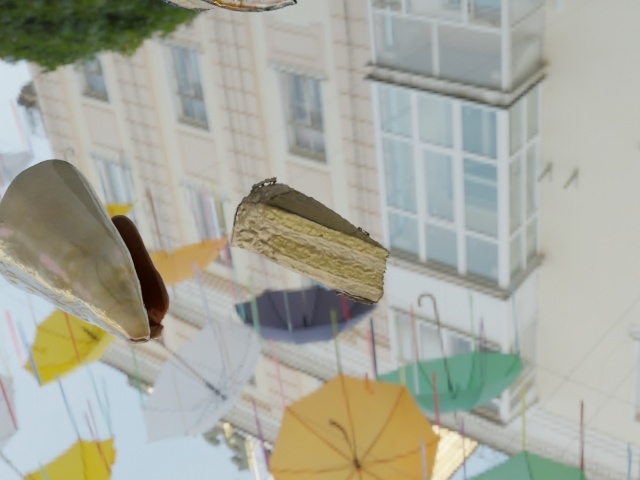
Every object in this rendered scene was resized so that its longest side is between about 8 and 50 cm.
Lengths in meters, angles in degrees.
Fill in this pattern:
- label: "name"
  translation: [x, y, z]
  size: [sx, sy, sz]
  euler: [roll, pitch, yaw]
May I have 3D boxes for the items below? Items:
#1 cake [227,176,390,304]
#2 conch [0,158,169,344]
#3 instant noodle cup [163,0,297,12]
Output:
- label: "cake"
  translation: [0.000, 0.000, 0.765]
  size: [0.121, 0.052, 0.065]
  euler: [23, -160, 12]
- label: "conch"
  translation: [-0.159, 0.007, 0.716]
  size: [0.176, 0.104, 0.094]
  euler: [23, -116, 29]
- label: "instant noodle cup"
  translation: [-0.097, -0.317, 0.968]
  size: [0.230, 0.230, 0.182]
  euler: [-20, -170, -20]
